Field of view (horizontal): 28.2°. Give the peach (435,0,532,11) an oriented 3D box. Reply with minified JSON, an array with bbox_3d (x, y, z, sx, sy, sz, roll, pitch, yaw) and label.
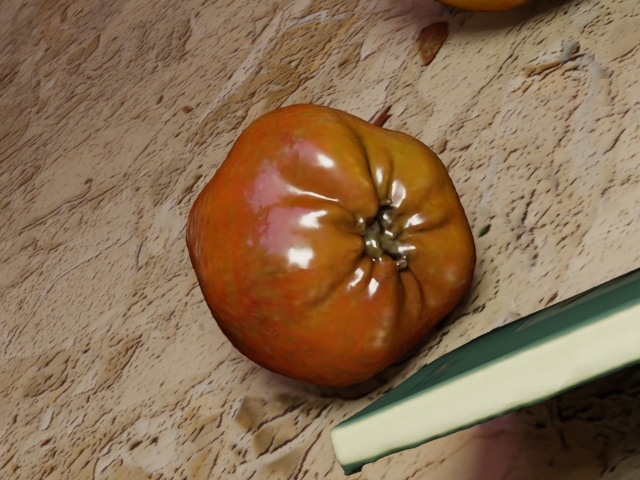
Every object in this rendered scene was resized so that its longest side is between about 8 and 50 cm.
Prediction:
[{"bbox_3d":[0.163,-0.325,0.954,0.308,0.289,0.289,-3,29,-14],"label":"peach"}]

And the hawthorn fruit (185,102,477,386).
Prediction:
[{"bbox_3d":[0.000,0.000,0.796,0.189,0.189,0.189,-27,33,20],"label":"hawthorn fruit"}]

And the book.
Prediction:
[{"bbox_3d":[0.208,0.001,0.560,0.379,0.031,0.264,-26,-6,24],"label":"book"}]
